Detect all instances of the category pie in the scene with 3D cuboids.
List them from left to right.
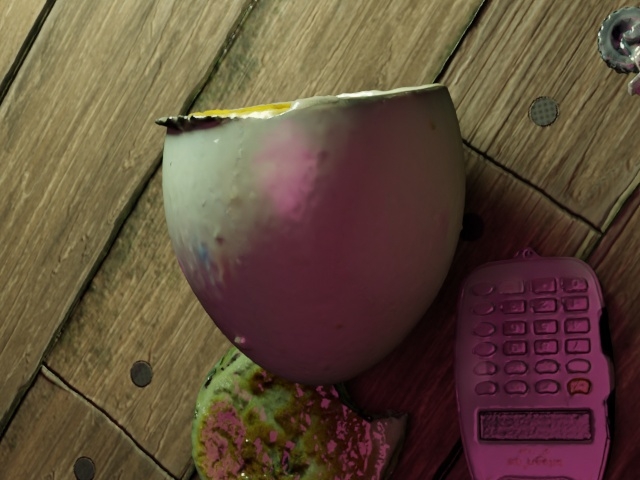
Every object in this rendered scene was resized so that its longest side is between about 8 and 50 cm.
[{"bbox_3d":[-0.034,0.244,1.673,0.302,0.067,0.302,-1,87,26],"label":"pie"}]

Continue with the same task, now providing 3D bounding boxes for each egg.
[{"bbox_3d":[0.000,0.000,1.522,0.354,0.354,0.340,-4,98,25],"label":"egg"}]

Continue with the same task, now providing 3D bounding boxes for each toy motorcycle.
[{"bbox_3d":[0.449,-0.212,1.440,0.239,0.108,0.204,-33,75,20],"label":"toy motorcycle"}]

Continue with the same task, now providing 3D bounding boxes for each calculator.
[{"bbox_3d":[0.255,0.155,1.559,0.194,0.043,0.294,-4,83,26],"label":"calculator"}]
